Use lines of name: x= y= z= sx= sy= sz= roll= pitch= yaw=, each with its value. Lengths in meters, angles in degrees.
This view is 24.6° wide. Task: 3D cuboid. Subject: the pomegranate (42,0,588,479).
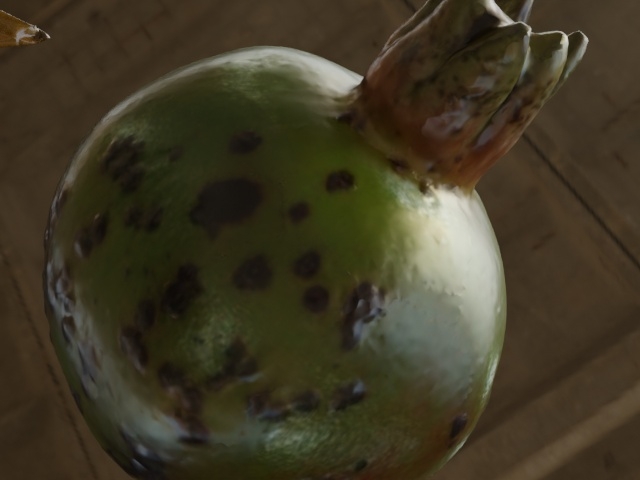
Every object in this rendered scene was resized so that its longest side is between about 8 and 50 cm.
pomegranate: x=0.000 y=0.000 z=0.472 sx=0.205 sy=0.159 sz=0.159 roll=-49 pitch=-136 yaw=24

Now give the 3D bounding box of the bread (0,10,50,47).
bread: x=-0.221 y=-0.136 z=0.769 sx=0.139 sy=0.084 sz=0.074 roll=-11 pitch=-169 yaw=-22
